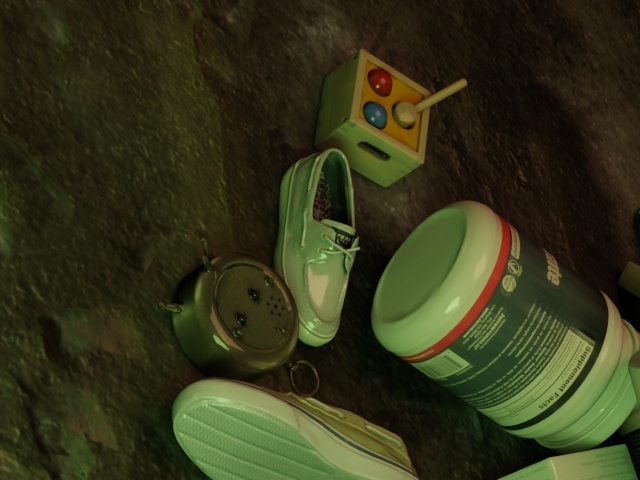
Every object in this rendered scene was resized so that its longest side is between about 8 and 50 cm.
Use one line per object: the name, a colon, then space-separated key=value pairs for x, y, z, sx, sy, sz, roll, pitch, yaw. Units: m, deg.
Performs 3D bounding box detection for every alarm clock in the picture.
alarm clock: x=-0.068 y=0.090 z=1.567 sx=0.192 sy=0.064 sz=0.129 roll=45 pitch=45 yaw=-17

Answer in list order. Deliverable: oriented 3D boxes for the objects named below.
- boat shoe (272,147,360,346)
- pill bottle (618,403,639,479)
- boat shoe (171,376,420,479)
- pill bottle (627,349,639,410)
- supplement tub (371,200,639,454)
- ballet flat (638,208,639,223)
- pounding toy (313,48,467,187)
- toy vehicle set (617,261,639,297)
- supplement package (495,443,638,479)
boat shoe: x=0.001 y=0.000 z=1.661 sx=0.079 sy=0.081 sz=0.227 roll=19 pitch=55 yaw=-32
pill bottle: x=0.419 y=0.246 z=1.875 sx=0.094 sy=0.094 sz=0.169 roll=-11 pitch=74 yaw=-44
boat shoe: x=-0.025 y=0.202 z=1.526 sx=0.302 sy=0.109 sz=0.094 roll=31 pitch=28 yaw=-32
pill bottle: x=0.471 y=0.287 z=1.625 sx=0.224 sy=0.224 sz=0.392 roll=-23 pitch=97 yaw=-46
supplement tub: x=0.210 y=0.099 z=1.707 sx=0.272 sy=0.191 sz=0.191 roll=35 pitch=48 yaw=-21
ballet flat: x=0.476 y=0.003 z=2.065 sx=0.057 sy=0.049 sz=0.173 roll=21 pitch=27 yaw=-31
pounding toy: x=0.084 y=-0.149 z=1.805 sx=0.141 sy=0.100 sz=0.130 roll=28 pitch=51 yaw=-26
toy vehicle set: x=0.513 y=0.111 z=1.950 sx=0.166 sy=0.267 sz=0.035 roll=23 pitch=97 yaw=-29
supplement package: x=0.282 y=0.361 z=1.662 sx=0.139 sy=0.134 sz=0.244 roll=-3 pitch=69 yaw=-42
